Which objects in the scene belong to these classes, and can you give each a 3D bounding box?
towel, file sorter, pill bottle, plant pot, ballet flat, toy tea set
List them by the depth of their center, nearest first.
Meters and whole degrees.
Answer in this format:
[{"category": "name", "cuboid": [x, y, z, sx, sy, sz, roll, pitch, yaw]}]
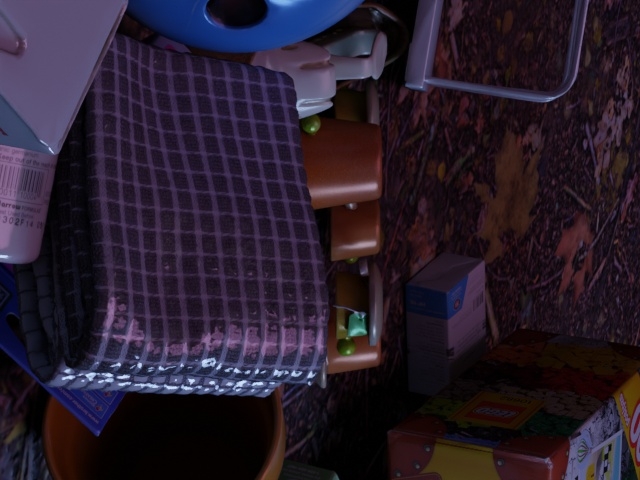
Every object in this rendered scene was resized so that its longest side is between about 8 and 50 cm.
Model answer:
[{"category": "pill bottle", "cuboid": [-0.250, -0.105, 1.404, 0.131, 0.131, 0.229, 10, 91, -62]}, {"category": "towel", "cuboid": [-0.117, -0.024, 1.515, 0.235, 0.121, 0.284, 5, 72, -37]}, {"category": "plant pot", "cuboid": [-0.126, 0.194, 1.698, 0.188, 0.205, 0.205, 80, 31, -62]}, {"category": "ballet flat", "cuboid": [-0.018, -0.166, 1.821, 0.342, 0.124, 0.116, -29, 124, -55]}, {"category": "toy tea set", "cuboid": [0.000, 0.000, 1.969, 0.200, 0.124, 0.336, -89, 178, -75]}, {"category": "file sorter", "cuboid": [0.191, -0.244, 2.028, 0.277, 0.173, 0.193, -34, 133, -84]}]

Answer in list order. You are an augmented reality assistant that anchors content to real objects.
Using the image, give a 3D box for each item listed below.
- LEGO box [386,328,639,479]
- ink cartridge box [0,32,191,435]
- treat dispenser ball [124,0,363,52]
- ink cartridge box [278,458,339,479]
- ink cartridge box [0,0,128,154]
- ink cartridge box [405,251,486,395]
[{"category": "LEGO box", "cuboid": [0.239, 0.396, 2.209, 0.372, 0.193, 0.500, -31, 123, -57]}, {"category": "ink cartridge box", "cuboid": [-0.156, -0.012, 1.600, 0.186, 0.065, 0.311, 47, 54, -17]}, {"category": "treat dispenser ball", "cuboid": [-0.066, -0.292, 1.511, 0.288, 0.288, 0.288, -31, 126, -55]}, {"category": "ink cartridge box", "cuboid": [-0.086, 0.308, 1.832, 0.212, 0.154, 0.093, -57, 145, -35]}, {"category": "ink cartridge box", "cuboid": [-0.290, -0.169, 1.140, 0.122, 0.289, 0.211, -67, 150, -20]}, {"category": "ink cartridge box", "cuboid": [0.151, 0.118, 2.302, 0.104, 0.060, 0.180, -37, 131, -52]}]
